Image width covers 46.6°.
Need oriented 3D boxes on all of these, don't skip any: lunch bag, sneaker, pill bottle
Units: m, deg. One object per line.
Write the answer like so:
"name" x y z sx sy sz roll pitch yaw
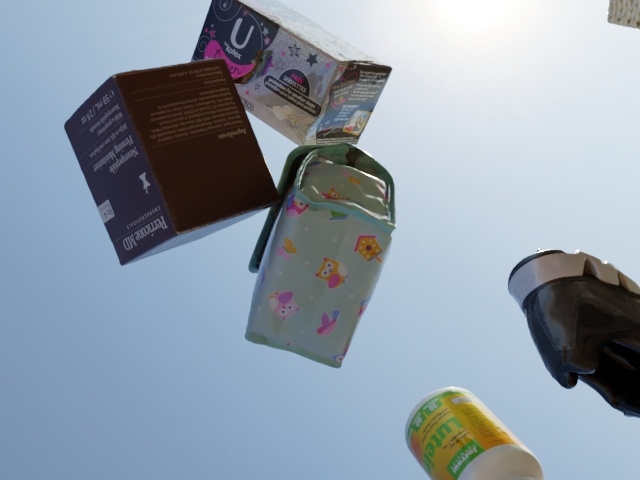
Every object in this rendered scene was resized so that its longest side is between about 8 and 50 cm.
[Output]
"lunch bag" 0.000 0.000 0.995 0.160 0.223 0.262 18 -155 -6
"sneaker" 0.240 0.081 0.500 0.235 0.078 0.106 14 -133 -13
"pill bottle" 0.231 0.327 1.063 0.136 0.136 0.245 31 -173 -27

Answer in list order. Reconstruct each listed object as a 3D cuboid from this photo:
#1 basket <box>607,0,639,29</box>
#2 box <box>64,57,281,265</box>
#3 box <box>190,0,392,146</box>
"basket" 0.543 -0.419 1.210 0.167 0.103 0.113 -44 -40 -41
"box" -0.191 -0.101 0.953 0.167 0.169 0.203 -22 -91 -42
"box" -0.048 -0.262 1.126 0.247 0.142 0.163 36 -155 24
